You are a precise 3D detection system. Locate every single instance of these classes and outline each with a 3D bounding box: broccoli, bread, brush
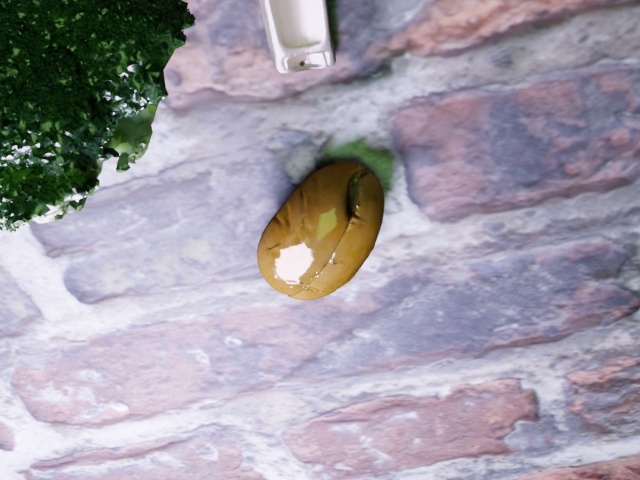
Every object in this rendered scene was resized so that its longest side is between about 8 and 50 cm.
[{"bbox_3d":[-0.226,-0.131,0.765,0.294,0.265,0.245,-43,157,24],"label":"broccoli"},{"bbox_3d":[0.000,0.000,0.974,0.114,0.077,0.189,23,131,-13],"label":"bread"},{"bbox_3d":[-0.036,-0.273,0.753,0.060,0.050,0.321,-7,139,4],"label":"brush"}]
